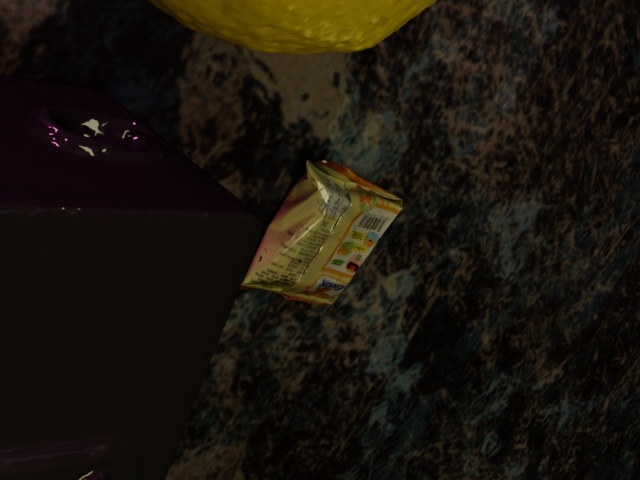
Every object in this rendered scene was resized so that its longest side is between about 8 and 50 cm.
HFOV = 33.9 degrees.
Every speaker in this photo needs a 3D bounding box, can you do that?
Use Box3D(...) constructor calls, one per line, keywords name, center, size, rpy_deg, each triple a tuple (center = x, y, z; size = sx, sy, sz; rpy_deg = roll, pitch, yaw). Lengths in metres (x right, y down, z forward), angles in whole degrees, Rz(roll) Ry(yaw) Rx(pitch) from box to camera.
Box3D(name="speaker", center=(-0.199, 0.041, 0.525), size=(0.254, 0.184, 0.232), rpy_deg=(3, 116, -45))

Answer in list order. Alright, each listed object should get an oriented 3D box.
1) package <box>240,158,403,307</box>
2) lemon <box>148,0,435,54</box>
Box3D(name="package", center=(0.001, -0.002, 0.790), size=(0.108, 0.031, 0.120), rpy_deg=(17, 111, -47))
Box3D(name="lemon", center=(-0.015, -0.164, 0.431), size=(0.180, 0.180, 0.193), rpy_deg=(-50, 159, -2))
